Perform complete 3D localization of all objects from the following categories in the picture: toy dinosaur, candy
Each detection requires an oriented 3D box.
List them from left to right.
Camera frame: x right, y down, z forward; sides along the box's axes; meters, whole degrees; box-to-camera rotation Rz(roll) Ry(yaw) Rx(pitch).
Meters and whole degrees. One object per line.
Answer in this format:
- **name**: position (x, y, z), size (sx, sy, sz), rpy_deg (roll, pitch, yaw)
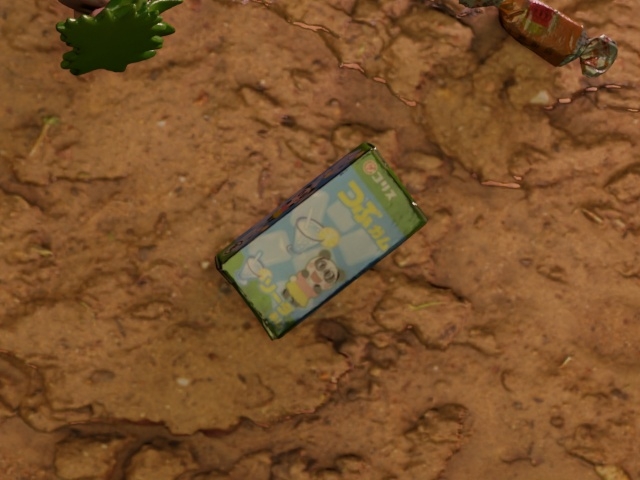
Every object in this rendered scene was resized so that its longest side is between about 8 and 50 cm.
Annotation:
- **toy dinosaur**: position (-0.214, -0.252, 1.722), size (0.194, 0.152, 0.177), rpy_deg (-13, 72, 0)
- **candy**: position (0.000, 0.000, 1.809), size (0.194, 0.062, 0.097), rpy_deg (-37, 101, -1)
- **candy**: position (0.210, -0.215, 1.817), size (0.182, 0.046, 0.053), rpy_deg (30, 90, -17)
